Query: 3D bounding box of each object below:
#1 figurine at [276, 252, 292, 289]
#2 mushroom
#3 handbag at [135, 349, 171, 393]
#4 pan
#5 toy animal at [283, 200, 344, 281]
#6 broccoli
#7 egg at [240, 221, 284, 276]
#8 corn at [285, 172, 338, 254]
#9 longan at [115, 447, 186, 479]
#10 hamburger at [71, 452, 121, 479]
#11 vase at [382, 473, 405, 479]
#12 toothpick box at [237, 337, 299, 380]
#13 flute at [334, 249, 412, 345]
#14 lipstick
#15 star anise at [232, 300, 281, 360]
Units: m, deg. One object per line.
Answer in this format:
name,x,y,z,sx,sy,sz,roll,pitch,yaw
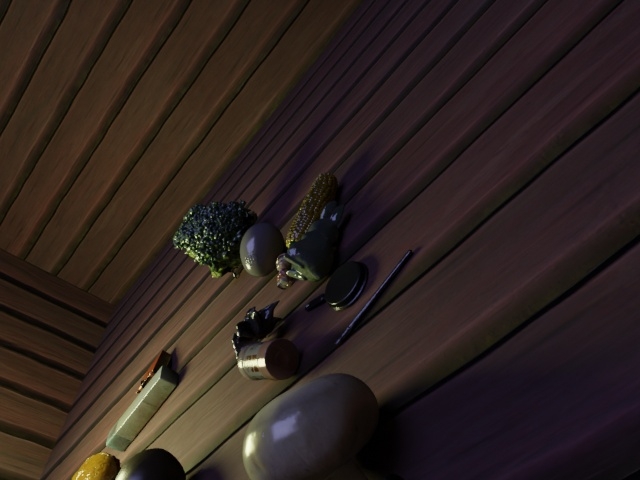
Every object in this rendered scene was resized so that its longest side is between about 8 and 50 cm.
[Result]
figurine,-0.111,0.096,1.489,0.072,0.054,0.129,-56,26,38
mushroom,-0.002,0.337,0.805,0.246,0.202,0.246,-37,-17,-13
handbag,-0.663,0.532,1.921,0.127,0.062,0.190,-54,11,3
pan,0.028,0.128,1.207,0.235,0.028,0.136,-34,31,40
toy animal,0.002,0.002,1.344,0.251,0.127,0.125,-54,8,-33
broccoli,-0.404,0.013,1.908,0.347,0.281,0.294,-9,64,12
egg,-0.195,0.030,1.605,0.146,0.146,0.199,-28,43,47
corn,-0.020,-0.079,1.481,0.101,0.101,0.311,-19,38,53
longan,-0.440,0.643,1.239,0.198,0.198,0.212,-54,18,4
hamburger,-0.736,0.826,1.609,0.282,0.155,0.245,-33,25,32
vase,0.054,0.439,0.722,0.211,0.059,0.060,-50,24,14
toothpick box,-0.132,0.299,1.202,0.148,0.098,0.099,-23,39,52
flute,0.117,0.127,1.060,0.270,0.014,0.014,-53,24,7
lipstick,-0.670,0.634,1.810,0.372,0.076,0.080,-50,22,12
star anise,-0.177,0.239,1.312,0.180,0.205,0.061,-40,63,-20
